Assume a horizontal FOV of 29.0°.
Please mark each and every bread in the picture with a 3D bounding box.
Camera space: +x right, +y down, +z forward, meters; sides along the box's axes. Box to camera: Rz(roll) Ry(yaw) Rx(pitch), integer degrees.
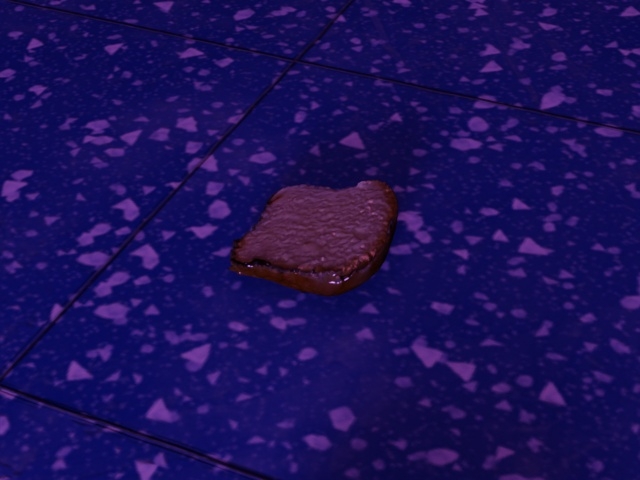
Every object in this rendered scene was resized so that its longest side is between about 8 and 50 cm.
[{"bbox_3d":[0.000,0.000,0.986,0.126,0.044,0.129,5,41,21],"label":"bread"}]
